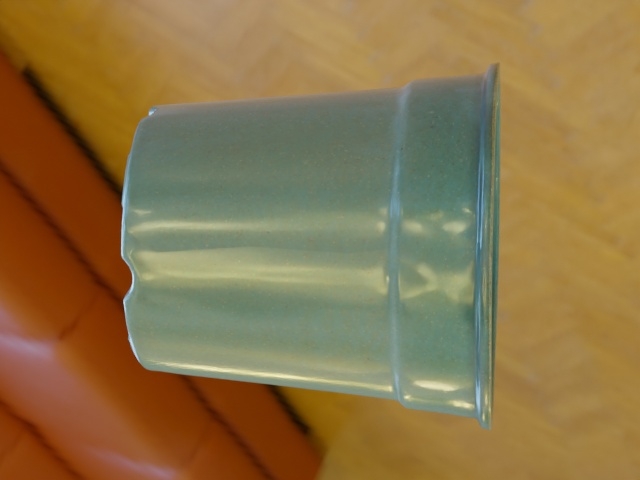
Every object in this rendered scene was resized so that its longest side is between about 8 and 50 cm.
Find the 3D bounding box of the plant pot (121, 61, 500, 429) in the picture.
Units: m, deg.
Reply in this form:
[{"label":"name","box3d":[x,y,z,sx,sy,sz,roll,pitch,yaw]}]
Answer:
[{"label":"plant pot","box3d":[0.000,0.000,1.683,0.334,0.341,0.341,2,153,6]}]
